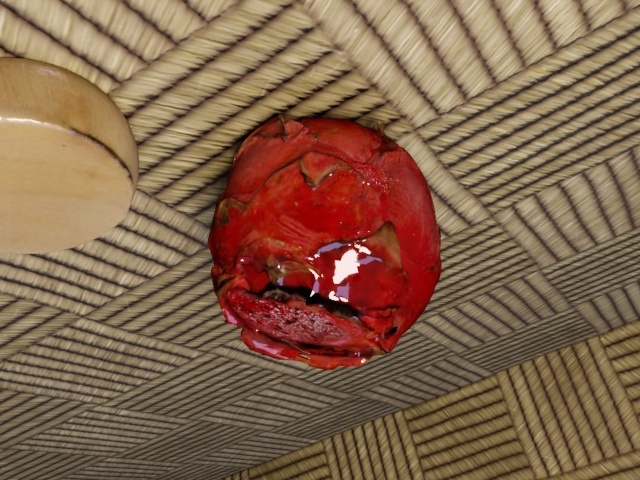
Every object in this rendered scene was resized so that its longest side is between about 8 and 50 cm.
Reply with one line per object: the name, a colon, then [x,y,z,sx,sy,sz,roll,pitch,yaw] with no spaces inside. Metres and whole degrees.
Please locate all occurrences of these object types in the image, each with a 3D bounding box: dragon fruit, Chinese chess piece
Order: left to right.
Chinese chess piece: [-0.328,-0.085,0.716,0.250,0.097,0.251,-11,150,-7]
dragon fruit: [0.000,0.000,0.811,0.295,0.302,0.295,-6,153,-3]
